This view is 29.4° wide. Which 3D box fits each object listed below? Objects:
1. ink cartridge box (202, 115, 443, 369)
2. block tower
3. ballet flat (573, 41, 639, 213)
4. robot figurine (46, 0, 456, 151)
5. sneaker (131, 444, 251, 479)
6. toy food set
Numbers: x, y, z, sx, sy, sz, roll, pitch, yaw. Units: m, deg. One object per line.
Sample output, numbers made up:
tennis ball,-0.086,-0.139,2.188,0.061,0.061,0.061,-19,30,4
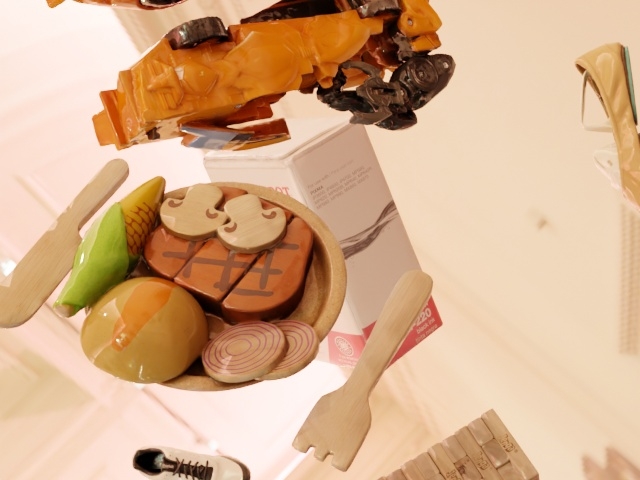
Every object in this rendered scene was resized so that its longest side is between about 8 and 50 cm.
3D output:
ink cartridge box,0.000,0.000,1.118,0.092,0.159,0.217,-35,-69,-27
block tower,0.066,0.311,1.267,0.335,0.091,0.097,-31,-32,-6
ballet flat,0.349,-0.123,1.445,0.073,0.232,0.080,-12,-22,11
robot figurine,-0.036,-0.158,0.839,0.291,0.211,0.085,-15,-9,-40
sneaker,-0.114,0.200,1.055,0.044,0.109,0.040,44,-128,-70
toy food set,-0.051,0.017,0.564,0.038,0.192,0.132,88,-153,-50
